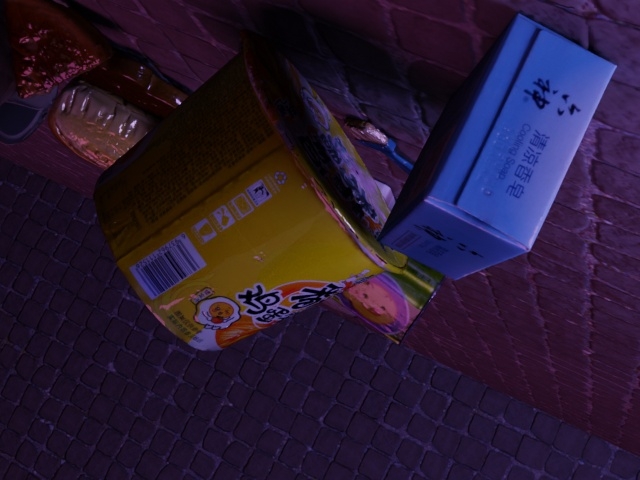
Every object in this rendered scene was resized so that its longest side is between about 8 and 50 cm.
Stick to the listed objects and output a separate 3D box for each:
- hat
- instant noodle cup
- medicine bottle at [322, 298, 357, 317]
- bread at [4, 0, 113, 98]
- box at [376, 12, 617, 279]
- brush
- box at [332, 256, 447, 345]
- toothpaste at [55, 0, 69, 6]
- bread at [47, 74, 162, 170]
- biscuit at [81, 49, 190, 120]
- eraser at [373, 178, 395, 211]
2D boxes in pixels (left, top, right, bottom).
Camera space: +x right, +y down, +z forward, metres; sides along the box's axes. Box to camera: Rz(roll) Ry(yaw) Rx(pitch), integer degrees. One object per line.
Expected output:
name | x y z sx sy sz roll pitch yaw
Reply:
hat | -0.437 -0.251 1.318 0.232 0.161 0.275 56 -160 13
instant noodle cup | -0.068 -0.029 0.955 0.264 0.200 0.264 52 -166 -18
medicine bottle | 0.027 0.024 1.560 0.143 0.147 0.147 31 172 -4
bread | -0.332 -0.251 1.226 0.154 0.054 0.136 -22 109 30
box | 0.121 -0.058 0.769 0.083 0.143 0.232 26 171 0
brush | 0.085 -0.090 1.133 0.051 0.014 0.164 21 170 46
box | 0.000 0.000 1.413 0.345 0.097 0.134 35 141 8
toothpaste | -0.339 -0.303 1.085 0.057 0.035 0.197 30 177 28
bread | -0.275 -0.148 1.485 0.236 0.106 0.140 27 -166 -11
biscuit | -0.252 -0.211 1.359 0.236 0.039 0.180 31 169 -31
eraser | 0.065 -0.059 1.352 0.065 0.026 0.105 24 171 13
